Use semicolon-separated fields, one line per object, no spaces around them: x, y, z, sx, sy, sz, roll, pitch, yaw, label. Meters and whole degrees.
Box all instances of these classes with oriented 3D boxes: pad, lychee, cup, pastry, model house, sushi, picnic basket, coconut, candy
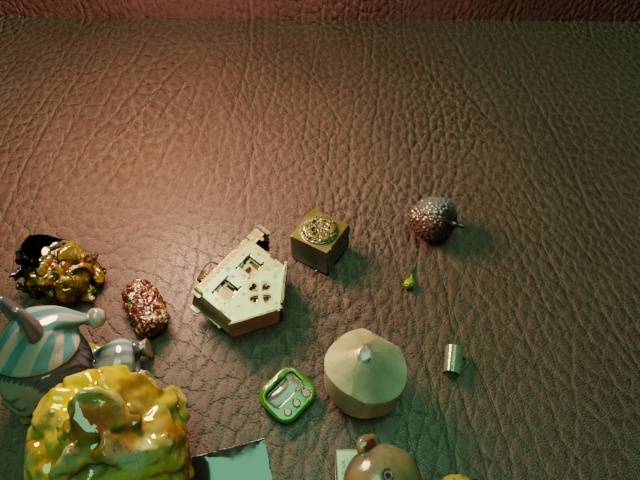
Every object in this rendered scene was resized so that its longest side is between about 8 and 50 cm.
-0.220;0.693;1.152;0.247;0.007;0.367;-12;55;-10;pad
0.395;-0.071;1.632;0.197;0.165;0.165;18;53;36;lychee
0.391;0.355;1.397;0.054;0.075;0.083;-12;48;37;cup
-0.536;0.200;1.450;0.115;0.097;0.208;-14;52;-32;pastry
-0.202;0.150;1.466;0.244;0.169;0.326;35;62;13;model house
-0.802;0.093;1.473;0.204;0.213;0.200;7;76;21;sushi
-0.350;0.108;1.535;0.072;0.072;0.083;24;69;15;picnic basket
0.121;0.352;1.277;0.241;0.241;0.241;1;54;-1;coconut
0.301;0.114;1.580;0.035;0.035;0.123;24;47;3;candy

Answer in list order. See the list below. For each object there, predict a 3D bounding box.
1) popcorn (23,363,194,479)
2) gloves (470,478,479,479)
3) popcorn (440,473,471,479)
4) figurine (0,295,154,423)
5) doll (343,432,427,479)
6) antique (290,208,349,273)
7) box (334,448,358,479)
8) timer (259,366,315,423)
-0.486;0.489;1.102;0.354;0.390;0.344;15;7;41;popcorn
0.403;0.640;1.194;0.064;0.026;0.086;-13;55;-12;gloves
0.320;0.652;1.106;0.168;0.173;0.195;38;77;22;popcorn
-0.654;0.291;1.208;0.361;0.378;0.266;-11;55;-8;figurine
0.111;0.617;1.053;0.235;0.174;0.330;41;60;-10;doll
0.000;0.000;1.580;0.152;0.148;0.147;25;55;19;antique
0.108;0.625;1.178;0.141;0.058;0.201;-2;55;-3;box
-0.091;0.428;1.324;0.128;0.047;0.140;38;61;21;timer
